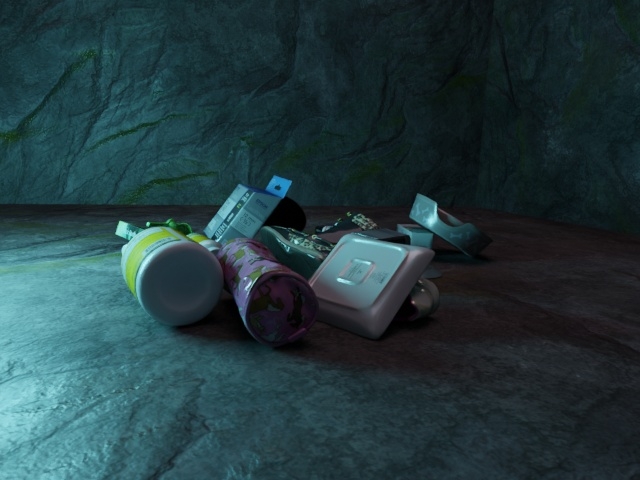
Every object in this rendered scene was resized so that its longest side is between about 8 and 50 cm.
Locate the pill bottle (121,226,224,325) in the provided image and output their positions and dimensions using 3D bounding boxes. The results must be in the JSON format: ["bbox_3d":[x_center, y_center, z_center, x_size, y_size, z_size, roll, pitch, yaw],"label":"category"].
[{"bbox_3d":[-0.370,0.070,1.175,0.187,0.188,0.334,-3,11,-29],"label":"pill bottle"}]

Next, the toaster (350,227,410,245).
[{"bbox_3d":[0.176,0.057,1.445,0.185,0.168,0.110,-7,17,-41],"label":"toaster"}]

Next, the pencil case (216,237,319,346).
[{"bbox_3d":[-0.136,0.103,1.104,0.167,0.160,0.386,21,2,-22],"label":"pencil case"}]

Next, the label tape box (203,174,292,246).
[{"bbox_3d":[-0.275,-0.119,1.818,0.115,0.348,0.249,36,-2,-25],"label":"label tape box"}]

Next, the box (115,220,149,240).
[{"bbox_3d":[-0.540,0.005,1.699,0.232,0.059,0.321,20,-6,-43],"label":"box"}]

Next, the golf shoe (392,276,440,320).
[{"bbox_3d":[0.128,0.127,1.191,0.306,0.116,0.140,6,14,27],"label":"golf shoe"}]

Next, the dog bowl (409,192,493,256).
[{"bbox_3d":[0.508,-0.054,1.950,0.348,0.102,0.349,33,6,-4],"label":"dog bowl"}]

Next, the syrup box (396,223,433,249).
[{"bbox_3d":[0.392,-0.007,2.059,0.093,0.097,0.237,3,9,-6],"label":"syrup box"}]

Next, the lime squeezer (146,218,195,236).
[{"bbox_3d":[-0.517,-0.031,1.773,0.310,0.059,0.110,24,22,-49],"label":"lime squeezer"}]

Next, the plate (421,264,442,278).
[{"bbox_3d":[0.318,0.097,1.654,0.188,0.024,0.188,3,10,-1],"label":"plate"}]

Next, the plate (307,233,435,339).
[{"bbox_3d":[0.090,0.085,1.162,0.277,0.045,0.277,12,50,41],"label":"plate"}]

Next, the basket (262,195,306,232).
[{"bbox_3d":[-0.175,-0.079,2.044,0.204,0.154,0.227,31,-17,-6],"label":"basket"}]

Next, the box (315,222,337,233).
[{"bbox_3d":[0.102,-0.049,2.395,0.184,0.045,0.190,7,11,38],"label":"box"}]

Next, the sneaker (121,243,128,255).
[{"bbox_3d":[-0.589,0.050,1.650,0.157,0.061,0.065,14,2,3],"label":"sneaker"}]

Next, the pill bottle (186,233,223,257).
[{"bbox_3d":[-0.356,0.050,1.501,0.117,0.118,0.208,-4,12,-32],"label":"pill bottle"}]

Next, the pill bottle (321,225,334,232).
[{"bbox_3d":[0.117,0.015,1.793,0.221,0.125,0.124,6,10,15],"label":"pill bottle"}]

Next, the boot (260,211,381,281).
[{"bbox_3d":[0.000,0.000,1.590,0.284,0.138,0.377,-25,27,-29],"label":"boot"}]
